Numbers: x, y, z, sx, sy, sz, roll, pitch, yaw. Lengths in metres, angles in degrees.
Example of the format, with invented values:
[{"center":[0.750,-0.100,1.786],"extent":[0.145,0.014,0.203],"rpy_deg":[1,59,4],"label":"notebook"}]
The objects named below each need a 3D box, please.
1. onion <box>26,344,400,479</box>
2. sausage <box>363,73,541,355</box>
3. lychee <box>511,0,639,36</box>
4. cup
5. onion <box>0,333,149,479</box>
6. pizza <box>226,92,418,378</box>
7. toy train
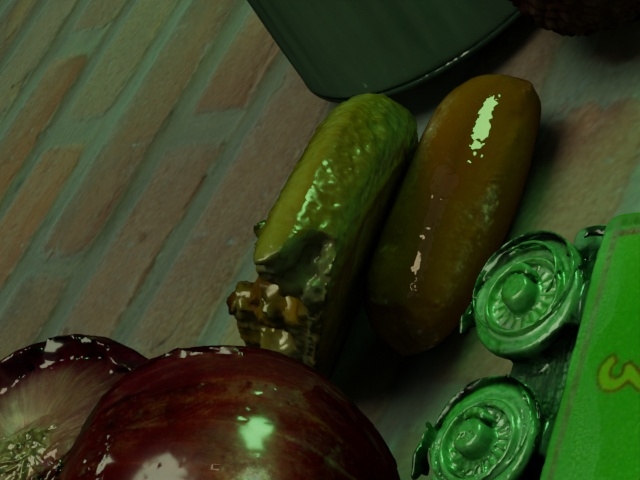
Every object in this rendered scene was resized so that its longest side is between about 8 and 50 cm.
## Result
[{"center":[-0.072,0.196,0.999],"extent":[0.276,0.276,0.276],"rpy_deg":[-33,35,26],"label":"onion"},{"center":[0.101,-0.027,1.170],"extent":[0.098,0.098,0.238],"rpy_deg":[-5,52,50],"label":"sausage"},{"center":[0.214,-0.250,1.200],"extent":[0.188,0.188,0.188],"rpy_deg":[-33,35,26],"label":"lychee"},{"center":[0.019,-0.376,1.385],"extent":[0.310,0.392,0.401],"rpy_deg":[-24,34,28],"label":"cup"},{"center":[-0.203,0.195,1.258],"extent":[0.248,0.161,0.248],"rpy_deg":[-26,48,34],"label":"onion"},{"center":[0.014,-0.031,1.170],"extent":[0.258,0.087,0.268],"rpy_deg":[103,-167,-63],"label":"pizza"},{"center":[0.175,0.094,0.911],"extent":[0.188,0.132,0.243],"rpy_deg":[-9,51,42],"label":"toy train"}]
